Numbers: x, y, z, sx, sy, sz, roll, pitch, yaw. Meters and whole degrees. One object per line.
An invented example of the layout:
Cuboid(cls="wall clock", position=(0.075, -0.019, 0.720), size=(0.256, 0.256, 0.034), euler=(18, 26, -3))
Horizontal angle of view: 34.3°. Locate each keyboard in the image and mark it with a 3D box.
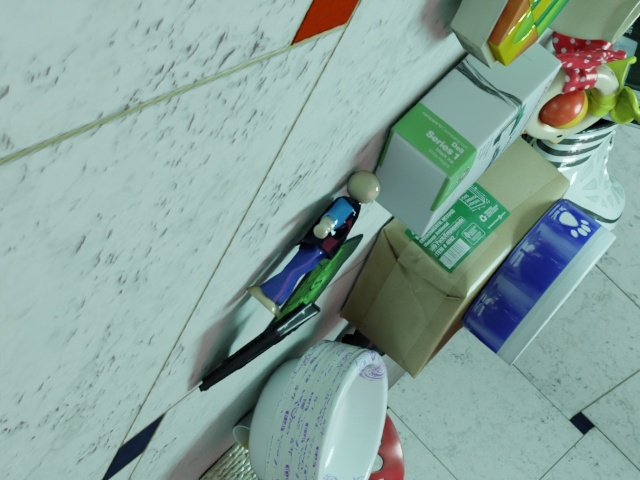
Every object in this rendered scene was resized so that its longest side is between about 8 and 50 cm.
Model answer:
Cuboid(cls="keyboard", position=(-0.067, 0.118, 1.206), size=(0.108, 0.023, 0.180), euler=(-29, 174, -44))

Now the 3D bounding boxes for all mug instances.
Cuboid(cls="mug", position=(-0.100, 0.307, 1.687), size=(0.064, 0.062, 0.078), euler=(-51, 151, -40))

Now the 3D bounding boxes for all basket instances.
Cuboid(cls="basket", position=(-0.134, 0.420, 1.807), size=(0.167, 0.103, 0.113), euler=(-40, 165, -37))

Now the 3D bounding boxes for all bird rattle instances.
Cuboid(cls="bird rattle", position=(0.403, -0.227, 1.617), size=(0.207, 0.143, 0.253), euler=(-36, 154, 25))

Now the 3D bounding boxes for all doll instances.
Cuboid(cls="doll", position=(0.000, 0.000, 1.130), size=(0.189, 0.046, 0.129), euler=(-48, 169, -5))

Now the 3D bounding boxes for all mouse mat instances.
Cuboid(cls="mouse mat", position=(-0.017, 0.072, 1.393), size=(0.189, 0.007, 0.152), euler=(-53, 168, 21))

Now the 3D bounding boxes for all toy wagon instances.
Cuboid(cls="toy wagon", position=(0.251, -0.323, 0.989), size=(0.344, 0.068, 0.267), euler=(-51, 168, 8))

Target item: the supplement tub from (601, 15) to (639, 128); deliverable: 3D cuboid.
Cuboid(cls="supplement tub", position=(0.634, -0.270, 1.792), size=(0.193, 0.316, 0.193), euler=(18, 90, -81))

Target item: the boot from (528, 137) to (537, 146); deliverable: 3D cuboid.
Cuboid(cls="boot", position=(0.490, -0.209, 2.170), size=(0.203, 0.095, 0.262), euler=(-38, 167, -41))

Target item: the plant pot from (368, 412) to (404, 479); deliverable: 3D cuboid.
Cuboid(cls="plant pot", position=(0.034, 0.401, 1.880), size=(0.174, 0.191, 0.191), euler=(-9, 148, -25))

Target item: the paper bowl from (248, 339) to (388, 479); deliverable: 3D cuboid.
Cuboid(cls="paper bowl", position=(-0.009, 0.294, 1.618), size=(0.284, 0.148, 0.284), euler=(14, 90, -68))

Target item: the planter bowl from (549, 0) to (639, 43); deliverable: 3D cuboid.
Cuboid(cls="planter bowl", position=(0.350, -0.313, 1.285), size=(0.162, 0.109, 0.162), euler=(-46, 168, -12))

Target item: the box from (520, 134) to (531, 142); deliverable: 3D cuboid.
Cuboid(cls="box", position=(0.409, -0.269, 1.795), size=(0.190, 0.045, 0.184), euler=(-48, 166, -6))

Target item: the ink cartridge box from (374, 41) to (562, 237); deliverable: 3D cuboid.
Cuboid(cls="ink cartridge box", position=(0.169, -0.132, 1.222), size=(0.219, 0.092, 0.160), euler=(-44, 168, -22))

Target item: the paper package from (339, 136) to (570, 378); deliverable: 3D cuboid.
Cuboid(cls="paper package", position=(0.217, 0.016, 1.684), size=(0.325, 0.168, 0.309), euler=(-42, 164, -31))

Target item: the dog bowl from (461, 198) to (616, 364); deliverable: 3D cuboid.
Cuboid(cls="dog bowl", position=(0.345, 0.066, 1.648), size=(0.265, 0.104, 0.265), euler=(-48, 167, -14))

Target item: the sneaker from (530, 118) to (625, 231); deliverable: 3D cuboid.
Cuboid(cls="sneaker", position=(0.538, -0.156, 2.016), size=(0.447, 0.169, 0.257), euler=(-2, 130, -54))

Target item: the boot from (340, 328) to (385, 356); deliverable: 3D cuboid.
Cuboid(cls="boot", position=(0.084, 0.220, 1.995), size=(0.207, 0.094, 0.246), euler=(-53, 162, 2))
